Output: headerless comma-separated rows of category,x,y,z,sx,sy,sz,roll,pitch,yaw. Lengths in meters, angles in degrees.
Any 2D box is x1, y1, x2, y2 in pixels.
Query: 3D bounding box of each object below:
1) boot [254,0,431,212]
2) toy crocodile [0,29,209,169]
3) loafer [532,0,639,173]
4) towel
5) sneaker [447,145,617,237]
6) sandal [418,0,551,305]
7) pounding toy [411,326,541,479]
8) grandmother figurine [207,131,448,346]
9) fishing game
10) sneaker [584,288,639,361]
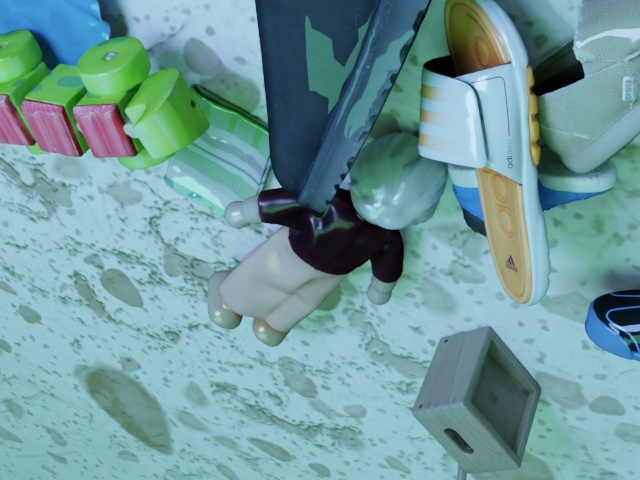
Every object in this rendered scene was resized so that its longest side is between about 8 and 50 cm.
boot,-0.126,-0.254,0.667,0.445,0.146,0.367,25,130,1
toy crocodile,-0.250,-0.127,0.847,0.340,0.105,0.115,9,136,27
loafer,0.227,-0.146,0.608,0.092,0.102,0.268,28,141,-6
towel,-0.108,-0.084,0.930,0.113,0.023,0.152,28,140,1
sneaker,0.191,-0.035,0.773,0.152,0.058,0.085,3,127,34
sandal,0.123,-0.063,0.693,0.102,0.076,0.265,-152,46,-70
pounding toy,0.170,0.198,0.970,0.100,0.130,0.141,-21,119,43
grandmother figurine,0.000,0.000,0.903,0.207,0.104,0.342,18,144,-29
fishing game,-0.283,-0.240,0.865,0.189,0.041,0.264,4,133,33
sneaker,0.354,0.059,0.766,0.232,0.081,0.091,3,131,19
